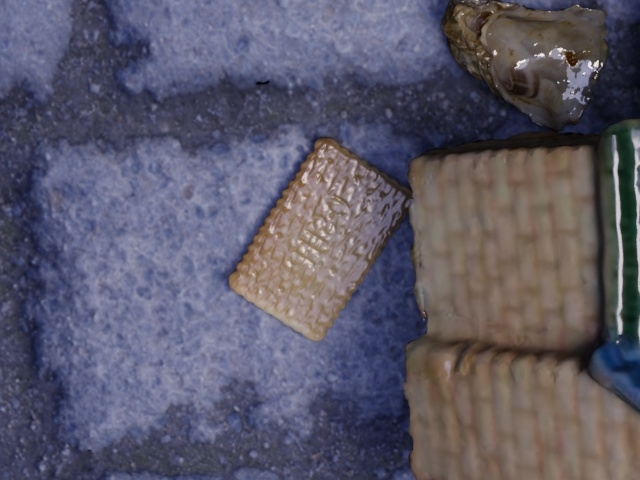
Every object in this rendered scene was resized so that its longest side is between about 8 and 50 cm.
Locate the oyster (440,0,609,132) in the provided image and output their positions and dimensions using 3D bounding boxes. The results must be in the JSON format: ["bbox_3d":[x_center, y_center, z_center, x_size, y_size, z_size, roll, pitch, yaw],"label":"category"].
[{"bbox_3d":[0.252,-0.244,1.220,0.233,0.107,0.161,20,95,-19],"label":"oyster"}]

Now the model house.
[{"bbox_3d":[0.351,0.089,1.045,0.400,0.395,0.445,-2,96,47],"label":"model house"}]

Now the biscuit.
[{"bbox_3d":[0.000,0.000,1.297,0.160,0.030,0.249,32,100,-2],"label":"biscuit"}]
